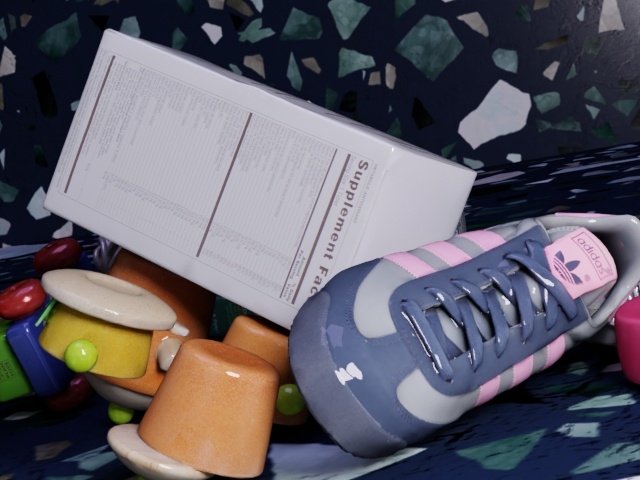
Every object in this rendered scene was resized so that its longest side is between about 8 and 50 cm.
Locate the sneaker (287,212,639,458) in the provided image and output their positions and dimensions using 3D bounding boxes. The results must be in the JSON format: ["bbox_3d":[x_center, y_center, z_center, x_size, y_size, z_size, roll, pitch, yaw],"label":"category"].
[{"bbox_3d":[0.101,0.035,0.880,0.131,0.112,0.319,-31,-4,31],"label":"sneaker"}]

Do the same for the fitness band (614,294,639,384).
[{"bbox_3d":[0.316,0.040,0.913,0.291,0.054,0.209,-14,4,-38],"label":"fitness band"}]

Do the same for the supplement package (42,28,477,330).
[{"bbox_3d":[-0.042,-0.034,1.007,0.244,0.139,0.134,25,8,28],"label":"supplement package"}]

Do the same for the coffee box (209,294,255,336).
[{"bbox_3d":[-0.024,0.057,1.373,0.184,0.040,0.113,-6,6,35],"label":"coffee box"}]

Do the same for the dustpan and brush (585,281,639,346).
[{"bbox_3d":[0.205,0.033,1.095,0.147,0.060,0.211,-15,7,-37],"label":"dustpan and brush"}]

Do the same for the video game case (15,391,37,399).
[{"bbox_3d":[-0.208,0.105,1.329,0.173,0.022,0.190,-11,6,-7],"label":"video game case"}]

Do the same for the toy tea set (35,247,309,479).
[{"bbox_3d":[-0.093,0.097,0.949,0.200,0.124,0.336,20,7,7],"label":"toy tea set"}]

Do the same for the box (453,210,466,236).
[{"bbox_3d":[0.000,0.000,1.430,0.232,0.059,0.183,-6,-2,31],"label":"box"}]

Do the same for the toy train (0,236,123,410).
[{"bbox_3d":[-0.245,0.064,1.239,0.143,0.105,0.248,-19,17,16],"label":"toy train"}]
